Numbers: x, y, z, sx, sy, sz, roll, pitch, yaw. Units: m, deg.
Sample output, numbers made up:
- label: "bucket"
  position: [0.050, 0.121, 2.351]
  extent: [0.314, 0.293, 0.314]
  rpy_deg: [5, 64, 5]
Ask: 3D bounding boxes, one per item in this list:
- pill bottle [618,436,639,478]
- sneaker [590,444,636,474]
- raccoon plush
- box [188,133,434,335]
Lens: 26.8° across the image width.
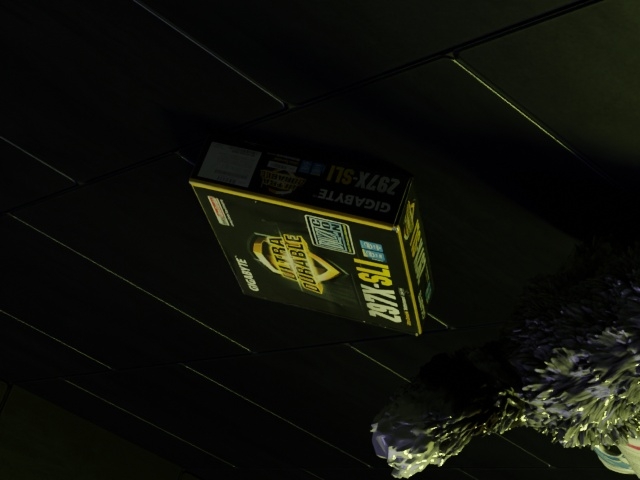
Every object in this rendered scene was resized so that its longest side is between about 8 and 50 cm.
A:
- label: "pill bottle"
  position: [0.459, 0.237, 1.728]
  extent: [0.160, 0.160, 0.283]
  rpy_deg: [5, 153, 30]
- label: "sneaker"
  position: [0.492, 0.315, 1.983]
  extent: [0.211, 0.080, 0.081]
  rpy_deg: [-3, 152, 40]
- label: "raccoon plush"
  position: [0.305, 0.126, 1.335]
  extent: [0.216, 0.446, 0.299]
  rpy_deg: [56, 151, -3]
- label: "box"
  position: [0.000, 0.000, 1.670]
  extent: [0.257, 0.079, 0.322]
  rpy_deg: [12, 156, 14]
